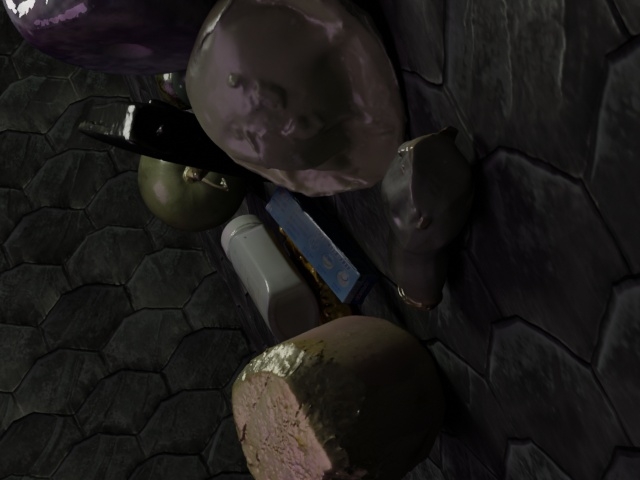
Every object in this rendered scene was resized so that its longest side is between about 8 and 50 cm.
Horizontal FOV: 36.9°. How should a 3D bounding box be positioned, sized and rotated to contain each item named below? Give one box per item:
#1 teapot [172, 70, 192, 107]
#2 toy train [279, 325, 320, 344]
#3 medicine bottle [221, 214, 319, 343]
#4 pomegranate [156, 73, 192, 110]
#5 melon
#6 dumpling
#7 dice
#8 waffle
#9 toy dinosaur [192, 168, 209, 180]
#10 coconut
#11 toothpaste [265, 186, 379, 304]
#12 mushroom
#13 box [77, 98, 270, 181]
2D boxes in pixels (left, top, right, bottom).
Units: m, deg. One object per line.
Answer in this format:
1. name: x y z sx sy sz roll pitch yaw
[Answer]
1. teapot: -0.167 -0.340 1.548 0.183 0.183 0.251 152 103 -77
2. toy train: 0.013 0.319 2.157 0.202 0.120 0.301 50 160 38
3. medicine bottle: -0.103 0.066 1.906 0.296 0.111 0.161 51 160 51
4. pomegranate: -0.272 -0.336 2.061 0.163 0.138 0.125 36 170 -29
5. melon: -0.288 -0.143 2.183 0.272 0.271 0.308 60 177 19
6. dumpling: -0.016 -0.199 1.247 0.315 0.233 0.395 30 145 7
7. dice: -0.272 -0.400 1.371 0.270 0.270 0.271 -6 81 35
8. waffle: -0.003 0.063 1.864 0.283 0.065 0.309 63 170 17
9. toy dinosaur: -0.197 -0.244 1.982 0.251 0.072 0.200 -82 15 -49
10. coconut: 0.045 0.274 1.559 0.297 0.309 0.298 16 113 42
11. toothpaste: 0.000 0.000 1.661 0.272 0.053 0.066 49 119 38
12. mushroom: 0.124 -0.016 1.163 0.109 0.097 0.351 62 171 24
13. box: -0.220 -0.172 1.693 0.350 0.359 0.091 18 94 62
